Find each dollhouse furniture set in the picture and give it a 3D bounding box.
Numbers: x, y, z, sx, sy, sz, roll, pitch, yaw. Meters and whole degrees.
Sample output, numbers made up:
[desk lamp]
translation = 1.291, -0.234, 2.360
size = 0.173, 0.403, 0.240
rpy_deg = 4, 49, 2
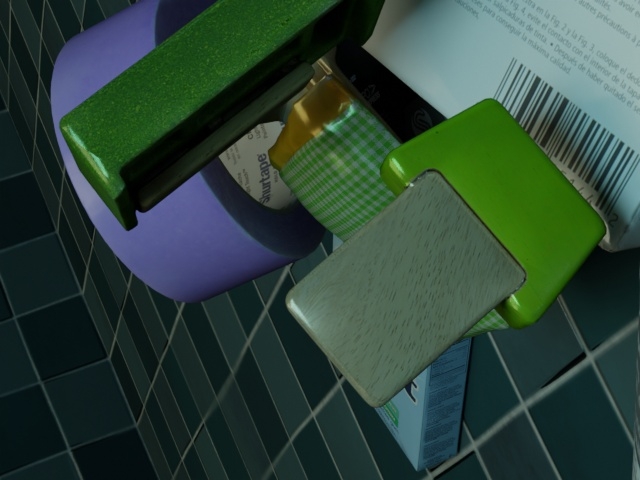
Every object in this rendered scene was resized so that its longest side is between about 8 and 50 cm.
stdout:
[dollhouse furniture set]
translation = 0.000, 0.000, 0.757
size = 0.197, 0.151, 0.301
rpy_deg = 49, 172, 4

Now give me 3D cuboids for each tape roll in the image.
[tape roll]
translation = -0.077, -0.062, 0.922
size = 0.189, 0.080, 0.189
rpy_deg = 45, -148, -39

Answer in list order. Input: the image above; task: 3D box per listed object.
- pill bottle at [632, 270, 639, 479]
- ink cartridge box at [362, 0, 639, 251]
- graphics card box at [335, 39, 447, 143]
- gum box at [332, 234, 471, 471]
[pill bottle]
translation = 0.213, 0.082, 0.517
size = 0.204, 0.204, 0.361
rpy_deg = 46, 150, 50
[ink cartridge box]
translation = 0.106, -0.184, 0.687
size = 0.296, 0.066, 0.261
rpy_deg = 44, 124, 32
[graphics card box]
translation = 0.016, -0.208, 0.943
size = 0.371, 0.094, 0.233
rpy_deg = 69, 161, 6
[gum box]
translation = 0.060, 0.067, 1.172
size = 0.157, 0.041, 0.184
rpy_deg = 55, 155, 38
